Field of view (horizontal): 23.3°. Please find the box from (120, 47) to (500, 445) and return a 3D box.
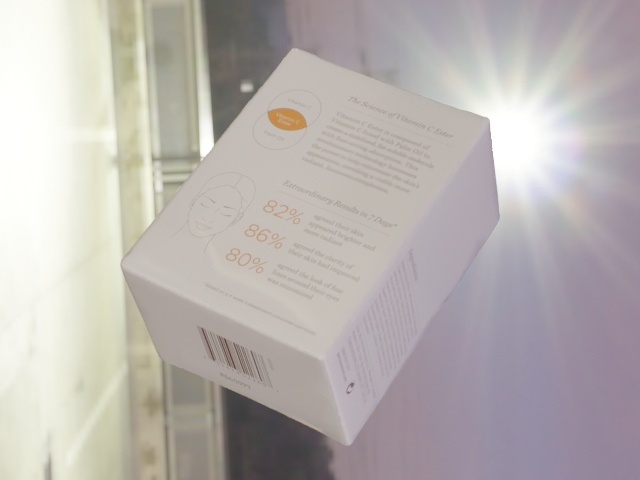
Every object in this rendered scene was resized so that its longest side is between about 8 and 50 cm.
[{"bbox_3d":[0.000,0.000,0.836,0.170,0.130,0.091,-53,151,-26],"label":"box"}]
